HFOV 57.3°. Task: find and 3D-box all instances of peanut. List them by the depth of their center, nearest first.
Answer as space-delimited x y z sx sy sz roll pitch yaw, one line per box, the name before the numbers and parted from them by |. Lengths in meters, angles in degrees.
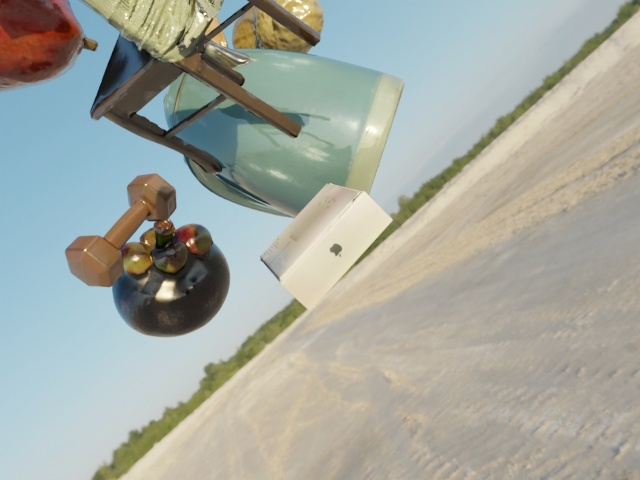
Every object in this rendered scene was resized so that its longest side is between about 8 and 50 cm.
peanut | -0.078 -0.429 1.188 0.159 0.143 0.291 -26 17 -19

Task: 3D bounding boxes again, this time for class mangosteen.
mangosteen | -0.344 0.074 1.347 0.275 0.275 0.302 -38 -35 -40

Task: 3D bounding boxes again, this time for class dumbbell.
dumbbell | -0.329 -0.022 0.990 0.092 0.082 0.231 103 -169 -46

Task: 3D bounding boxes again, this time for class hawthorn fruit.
hawthorn fruit | -0.606 -0.428 1.174 0.307 0.265 0.265 4 -28 -26

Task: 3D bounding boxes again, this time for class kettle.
kettle | -0.076 -0.147 0.915 0.320 0.342 0.247 103 -175 -50

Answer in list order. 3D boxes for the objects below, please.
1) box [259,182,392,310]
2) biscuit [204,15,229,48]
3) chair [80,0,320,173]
box | 0.000 0.000 0.662 0.129 0.051 0.130 -47 18 -4
biscuit | -0.229 -0.363 1.168 0.057 0.351 0.312 -16 -45 -15
chair | -0.170 -0.211 0.563 0.186 0.319 0.160 -14 58 45
